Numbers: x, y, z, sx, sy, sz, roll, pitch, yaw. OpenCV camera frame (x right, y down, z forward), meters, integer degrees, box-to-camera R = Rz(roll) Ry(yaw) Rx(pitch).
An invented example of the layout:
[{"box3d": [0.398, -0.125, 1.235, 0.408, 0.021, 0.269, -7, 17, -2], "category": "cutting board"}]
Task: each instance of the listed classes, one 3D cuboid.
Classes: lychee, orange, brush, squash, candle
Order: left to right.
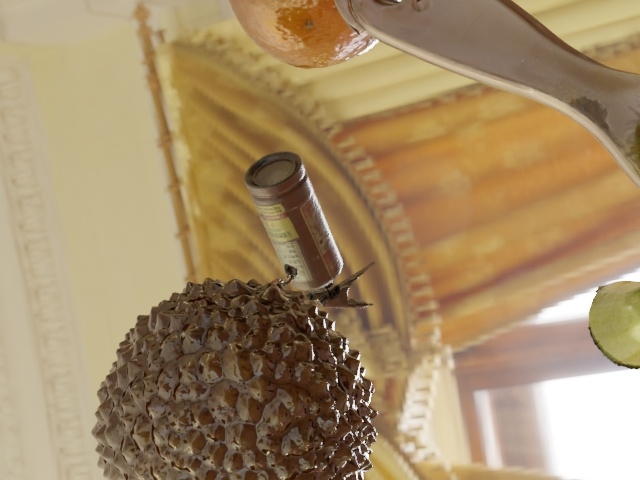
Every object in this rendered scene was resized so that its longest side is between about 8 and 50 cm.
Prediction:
[{"box3d": [-0.074, 0.149, 1.207, 0.267, 0.267, 0.268, 30, -126, -54], "category": "lychee"}, {"box3d": [-0.065, 0.065, 1.447, 0.026, 0.167, 0.021, 8, -121, -31], "category": "candle"}, {"box3d": [0.002, -0.274, 1.271, 0.224, 0.170, 0.224, 2, -90, -66], "category": "orange"}, {"box3d": [0.144, -0.061, 0.597, 0.072, 0.312, 0.067, -57, -10, -15], "category": "brush"}, {"box3d": [0.445, 0.117, 1.840, 0.287, 0.137, 0.137, 71, -171, -88], "category": "squash"}]

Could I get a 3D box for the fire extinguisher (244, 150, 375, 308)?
[{"box3d": [-0.002, 0.005, 1.677, 0.075, 0.106, 0.252, -100, -11, -57], "category": "fire extinguisher"}]
